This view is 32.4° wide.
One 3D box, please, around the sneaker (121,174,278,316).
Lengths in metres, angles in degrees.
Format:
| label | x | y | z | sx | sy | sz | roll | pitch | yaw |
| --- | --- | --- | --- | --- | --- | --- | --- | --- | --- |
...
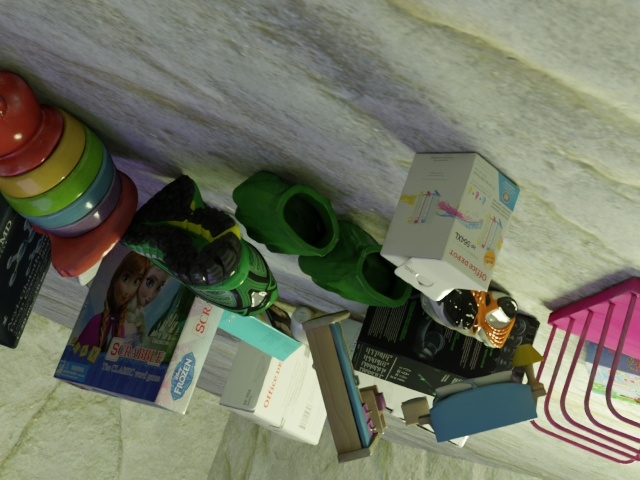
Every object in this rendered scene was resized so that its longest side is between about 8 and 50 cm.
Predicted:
| label | x | y | z | sx | sy | sz | roll | pitch | yaw |
| --- | --- | --- | --- | --- | --- | --- | --- | --- | --- |
| sneaker | -0.173 | 0.018 | 1.544 | 0.146 | 0.134 | 0.343 | 51 | 174 | -32 |

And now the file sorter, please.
| label | x | y | z | sx | sy | sz | roll | pitch | yaw |
| --- | --- | --- | --- | --- | --- | --- | --- | --- | --- |
| file sorter | 0.428 | 0.192 | 1.485 | 0.202 | 0.182 | 0.291 | 21 | 165 | -4 |

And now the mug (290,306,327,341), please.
| label | x | y | z | sx | sy | sz | roll | pitch | yaw |
| --- | --- | --- | --- | --- | --- | --- | --- | --- | --- |
| mug | -0.027 | 0.159 | 2.211 | 0.062 | 0.078 | 0.064 | 49 | 167 | 24 |

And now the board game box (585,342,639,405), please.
| label | x | y | z | sx | sy | sz | roll | pitch | yaw |
| --- | --- | --- | --- | --- | --- | --- | --- | --- | --- |
| board game box | 0.514 | 0.227 | 1.777 | 0.160 | 0.039 | 0.211 | 14 | 163 | 22 |

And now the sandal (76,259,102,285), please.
| label | x | y | z | sx | sy | sz | roll | pitch | yaw |
| --- | --- | --- | --- | --- | --- | --- | --- | --- | --- |
| sandal | -0.421 | -0.007 | 1.930 | 0.076 | 0.102 | 0.265 | 36 | 147 | 7 |

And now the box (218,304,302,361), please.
| label | x | y | z | sx | sy | sz | roll | pitch | yaw |
| --- | --- | --- | --- | --- | --- | --- | --- | --- | --- |
| box | -0.144 | 0.151 | 2.207 | 0.244 | 0.060 | 0.100 | 34 | -160 | -44 |

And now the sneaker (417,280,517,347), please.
| label | x | y | z | sx | sy | sz | roll | pitch | yaw |
| --- | --- | --- | --- | --- | --- | --- | --- | --- | --- |
| sneaker | 0.180 | 0.081 | 1.583 | 0.121 | 0.099 | 0.262 | 14 | 164 | 36 |

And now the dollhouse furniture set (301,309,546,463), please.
| label | x | y | z | sx | sy | sz | roll | pitch | yaw |
| --- | --- | --- | --- | --- | --- | --- | --- | --- | --- |
| dollhouse furniture set | 0.160 | 0.171 | 1.587 | 0.303 | 0.198 | 0.286 | -15 | 177 | 8 |

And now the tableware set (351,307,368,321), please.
| label | x | y | z | sx | sy | sz | roll | pitch | yaw |
| --- | --- | --- | --- | --- | --- | --- | --- | --- | --- |
| tableware set | 0.160 | 0.170 | 2.030 | 0.194 | 0.039 | 0.128 | 32 | 173 | -21 |

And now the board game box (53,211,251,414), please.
| label | x | y | z | sx | sy | sz | roll | pitch | yaw |
| --- | --- | --- | --- | --- | --- | --- | --- | --- | --- |
| board game box | -0.279 | 0.106 | 1.813 | 0.318 | 0.318 | 0.066 | 2 | 156 | 48 |

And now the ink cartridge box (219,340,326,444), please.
| label | x | y | z | sx | sy | sz | roll | pitch | yaw |
| --- | --- | --- | --- | --- | --- | --- | --- | --- | --- |
| ink cartridge box | -0.092 | 0.345 | 2.636 | 0.117 | 0.207 | 0.283 | 6 | 160 | 36 |

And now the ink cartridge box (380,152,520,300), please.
| label | x | y | z | sx | sy | sz | roll | pitch | yaw |
| --- | --- | --- | --- | --- | --- | --- | --- | --- | --- |
| ink cartridge box | 0.139 | -0.012 | 1.200 | 0.090 | 0.143 | 0.092 | 4 | 159 | 46 |

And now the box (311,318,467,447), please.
| label | x | y | z | sx | sy | sz | roll | pitch | yaw |
| --- | --- | --- | --- | --- | --- | --- | --- | --- | --- |
| box | 0.145 | 0.266 | 2.087 | 0.262 | 0.127 | 0.231 | 30 | 173 | -13 |

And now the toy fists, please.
| label | x | y | z | sx | sy | sz | roll | pitch | yaw |
| --- | --- | --- | --- | --- | --- | --- | --- | --- | --- |
| toy fists | 0.000 | 0.000 | 1.499 | 0.279 | 0.096 | 0.142 | 35 | 161 | -33 |

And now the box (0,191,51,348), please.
| label | x | y | z | sx | sy | sz | roll | pitch | yaw |
| --- | --- | --- | --- | --- | --- | --- | --- | --- | --- |
| box | -0.565 | -0.020 | 1.773 | 0.212 | 0.293 | 0.395 | 19 | 166 | 0 |

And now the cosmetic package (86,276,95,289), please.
| label | x | y | z | sx | sy | sz | roll | pitch | yaw |
| --- | --- | --- | --- | --- | --- | --- | --- | --- | --- |
| cosmetic package | -0.378 | 0.103 | 2.194 | 0.160 | 0.113 | 0.309 | 58 | 174 | 16 |

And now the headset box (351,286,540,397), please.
| label | x | y | z | sx | sy | sz | roll | pitch | yaw |
| --- | --- | --- | --- | --- | --- | --- | --- | --- | --- |
| headset box | 0.204 | 0.176 | 1.806 | 0.283 | 0.131 | 0.246 | 18 | 164 | 5 |

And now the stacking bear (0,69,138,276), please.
| label | x | y | z | sx | sy | sz | roll | pitch | yaw |
| --- | --- | --- | --- | --- | --- | --- | --- | --- | --- |
| stacking bear | -0.385 | -0.112 | 1.493 | 0.175 | 0.164 | 0.289 | 50 | 177 | 41 |
